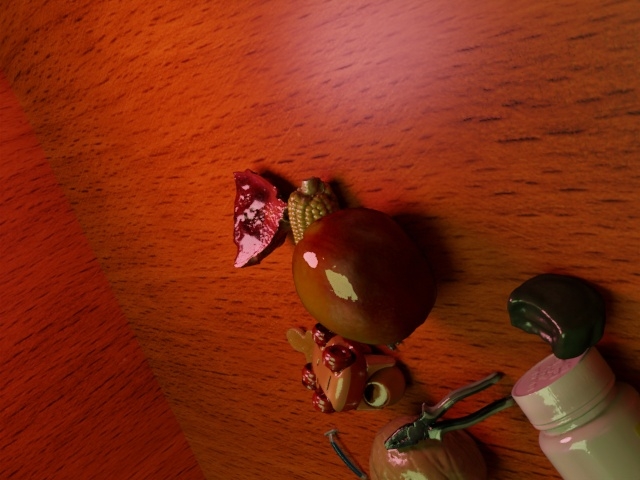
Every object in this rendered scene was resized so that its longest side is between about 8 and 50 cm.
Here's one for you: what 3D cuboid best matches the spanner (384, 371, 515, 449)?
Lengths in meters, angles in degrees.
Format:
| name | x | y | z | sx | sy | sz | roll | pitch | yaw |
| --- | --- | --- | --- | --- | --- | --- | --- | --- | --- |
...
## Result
| name | x | y | z | sx | sy | sz | roll | pitch | yaw |
| --- | --- | --- | --- | --- | --- | --- | --- | --- | --- |
| spanner | 0.289 | 0.408 | 1.672 | 0.324 | 0.040 | 0.096 | -31 | 90 | 14 |

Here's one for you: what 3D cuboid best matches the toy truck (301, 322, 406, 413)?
| name | x | y | z | sx | sy | sz | roll | pitch | yaw |
| --- | --- | --- | --- | --- | --- | --- | --- | --- | --- |
| toy truck | 0.090 | 0.349 | 1.927 | 0.265 | 0.239 | 0.189 | -125 | 45 | -62 |

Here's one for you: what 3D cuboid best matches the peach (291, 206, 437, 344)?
| name | x | y | z | sx | sy | sz | roll | pitch | yaw |
| --- | --- | --- | --- | --- | --- | --- | --- | --- | --- |
| peach | 0.102 | 0.083 | 1.587 | 0.332 | 0.307 | 0.308 | 34 | 140 | 24 |

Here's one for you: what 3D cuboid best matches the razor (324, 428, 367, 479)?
| name | x | y | z | sx | sy | sz | roll | pitch | yaw |
| --- | --- | --- | --- | --- | --- | --- | --- | --- | --- |
| razor | 0.082 | 0.693 | 2.314 | 0.191 | 0.037 | 0.068 | 53 | 144 | 5 |

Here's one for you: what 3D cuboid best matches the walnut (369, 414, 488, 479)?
| name | x | y | z | sx | sy | sz | roll | pitch | yaw |
| --- | --- | --- | --- | --- | --- | --- | --- | --- | --- |
| walnut | 0.262 | 0.573 | 1.809 | 0.313 | 0.277 | 0.252 | 35 | 103 | 38 |

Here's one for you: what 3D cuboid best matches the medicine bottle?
| name | x | y | z | sx | sy | sz | roll | pitch | yaw |
| --- | --- | --- | --- | --- | --- | --- | --- | --- | --- |
| medicine bottle | 0.548 | 0.396 | 1.363 | 0.379 | 0.213 | 0.213 | 53 | 145 | 3 |

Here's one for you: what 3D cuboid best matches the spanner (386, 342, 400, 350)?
| name | x | y | z | sx | sy | sz | roll | pitch | yaw |
| --- | --- | --- | --- | --- | --- | --- | --- | --- | --- |
| spanner | 0.111 | 0.204 | 1.909 | 0.254 | 0.015 | 0.054 | 38 | 142 | 24 |

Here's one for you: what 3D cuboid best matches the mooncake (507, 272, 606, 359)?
| name | x | y | z | sx | sy | sz | roll | pitch | yaw |
| --- | --- | --- | --- | --- | --- | --- | --- | --- | --- |
| mooncake | 0.437 | 0.143 | 1.338 | 0.168 | 0.175 | 0.104 | -1 | 122 | 2 |

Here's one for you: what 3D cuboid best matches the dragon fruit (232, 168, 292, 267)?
| name | x | y | z | sx | sy | sz | roll | pitch | yaw |
| --- | --- | --- | --- | --- | --- | --- | --- | --- | --- |
| dragon fruit | -0.123 | -0.055 | 1.882 | 0.211 | 0.134 | 0.262 | -8 | 75 | 38 |

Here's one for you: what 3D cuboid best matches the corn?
| name | x | y | z | sx | sy | sz | roll | pitch | yaw |
| --- | --- | --- | --- | --- | --- | --- | --- | --- | --- |
| corn | 0.000 | 0.000 | 1.784 | 0.130 | 0.130 | 0.347 | 18 | 131 | 42 |

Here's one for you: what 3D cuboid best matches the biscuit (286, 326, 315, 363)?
| name | x | y | z | sx | sy | sz | roll | pitch | yaw |
| --- | --- | --- | --- | --- | --- | --- | --- | --- | --- |
| biscuit | -0.006 | 0.327 | 2.131 | 0.240 | 0.035 | 0.158 | 31 | 135 | 32 |
